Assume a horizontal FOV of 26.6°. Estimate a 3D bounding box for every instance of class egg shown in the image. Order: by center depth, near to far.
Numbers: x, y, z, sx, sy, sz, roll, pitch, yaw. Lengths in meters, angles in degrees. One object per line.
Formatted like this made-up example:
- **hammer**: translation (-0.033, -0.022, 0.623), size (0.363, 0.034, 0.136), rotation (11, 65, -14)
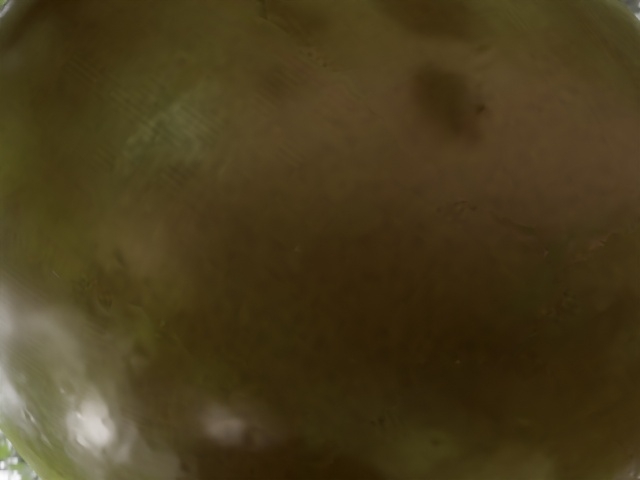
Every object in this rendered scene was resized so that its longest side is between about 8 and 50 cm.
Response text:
- **egg**: translation (0.000, 0.000, 0.540), size (0.282, 0.282, 0.351), rotation (-29, -140, -33)
